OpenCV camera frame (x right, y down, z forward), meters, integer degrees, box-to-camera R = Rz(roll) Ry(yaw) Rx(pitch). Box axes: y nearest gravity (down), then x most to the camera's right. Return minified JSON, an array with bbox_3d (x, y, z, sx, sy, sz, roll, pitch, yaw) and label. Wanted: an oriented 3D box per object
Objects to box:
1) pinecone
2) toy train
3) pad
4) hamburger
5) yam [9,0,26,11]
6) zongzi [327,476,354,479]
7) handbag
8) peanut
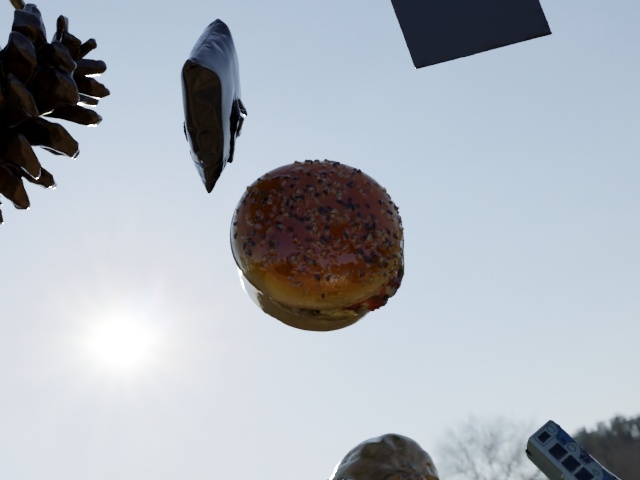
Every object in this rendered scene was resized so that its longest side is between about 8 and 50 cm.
[{"bbox_3d":[-0.374,-0.138,1.139,0.309,0.244,0.244,-32,-12,-29],"label":"pinecone"},{"bbox_3d":[0.262,0.240,0.896,0.047,0.207,0.043,-36,-34,-17],"label":"toy train"},{"bbox_3d":[0.164,-0.381,1.369,0.202,0.300,0.005,-17,-10,-14],"label":"pad"},{"bbox_3d":[0.000,0.000,1.693,0.300,0.300,0.176,-10,-31,-15],"label":"hamburger"},{"bbox_3d":[-0.461,-0.371,1.555,0.021,0.021,0.116,-17,-30,3],"label":"yam"},{"bbox_3d":[0.000,0.318,1.217,0.119,0.055,0.109,32,-89,-44],"label":"zongzi"},{"bbox_3d":[-0.168,-0.216,1.643,0.088,0.254,0.211,-3,-65,6],"label":"handbag"},{"bbox_3d":[0.058,0.450,1.454,0.169,0.387,0.192,34,-27,-17],"label":"peanut"}]
